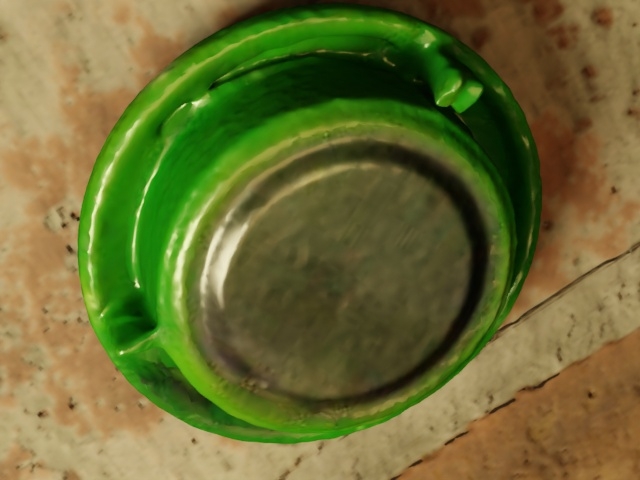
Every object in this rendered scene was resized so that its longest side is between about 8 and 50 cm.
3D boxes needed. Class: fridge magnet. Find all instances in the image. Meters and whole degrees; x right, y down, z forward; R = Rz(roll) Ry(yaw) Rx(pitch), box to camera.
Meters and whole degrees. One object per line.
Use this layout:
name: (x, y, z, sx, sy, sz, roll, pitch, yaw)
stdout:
fridge magnet: (0.000, 0.000, 0.779, 0.208, 0.088, 0.208, -8, 118, -15)
